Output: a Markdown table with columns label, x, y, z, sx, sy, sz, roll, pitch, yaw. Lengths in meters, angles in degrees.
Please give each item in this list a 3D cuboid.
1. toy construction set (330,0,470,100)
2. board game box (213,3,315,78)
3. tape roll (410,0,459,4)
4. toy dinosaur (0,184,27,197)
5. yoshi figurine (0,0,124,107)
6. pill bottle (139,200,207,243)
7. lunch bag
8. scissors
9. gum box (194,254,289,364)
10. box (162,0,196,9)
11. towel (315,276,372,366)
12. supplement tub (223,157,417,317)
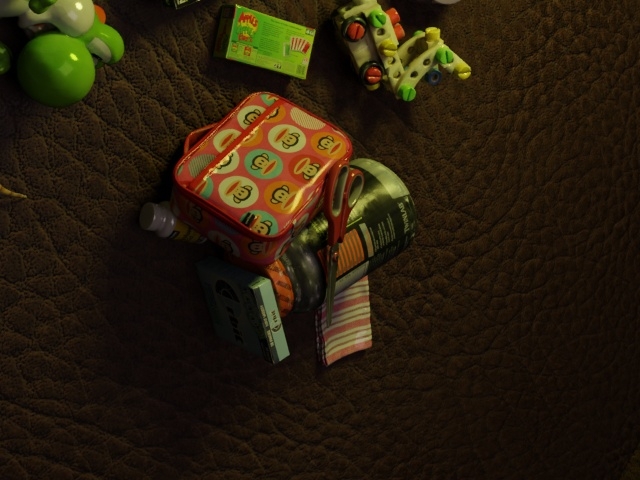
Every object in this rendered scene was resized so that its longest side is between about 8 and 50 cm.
| label | x | y | z | sx | sy | sz | roll | pitch | yaw |
| --- | --- | --- | --- | --- | --- | --- | --- | --- | --- |
| toy construction set | 0.141 | -0.409 | 1.713 | 0.215 | 0.151 | 0.327 | -30 | 116 | -3 |
| board game box | -0.098 | -0.351 | 1.596 | 0.181 | 0.043 | 0.092 | 6 | 98 | -42 |
| tape roll | 0.230 | -0.569 | 1.791 | 0.189 | 0.080 | 0.188 | -13 | 110 | -37 |
| toy dinosaur | -0.508 | -0.118 | 1.298 | 0.112 | 0.064 | 0.211 | -37 | 124 | -29 |
| yoshi figurine | -0.429 | -0.310 | 1.237 | 0.362 | 0.203 | 0.203 | 31 | 97 | -44 |
| pill bottle | -0.250 | -0.033 | 1.545 | 0.116 | 0.065 | 0.065 | 11 | 96 | -41 |
| lunch bag | -0.113 | -0.119 | 1.532 | 0.293 | 0.258 | 0.120 | -51 | 166 | -35 |
| scissors | 0.018 | 0.010 | 1.529 | 0.109 | 0.021 | 0.297 | 0 | 105 | -61 |
| gum box | -0.142 | 0.121 | 1.603 | 0.041 | 0.184 | 0.156 | -29 | 120 | -31 |
| box | -0.191 | -0.485 | 1.415 | 0.184 | 0.045 | 0.190 | -31 | 122 | -28 |
| towel | 0.052 | 0.155 | 1.886 | 0.144 | 0.029 | 0.197 | -19 | 114 | -37 |
| supplement tub | 0.000 | 0.000 | 1.675 | 0.338 | 0.207 | 0.207 | -30 | 121 | -30 |
